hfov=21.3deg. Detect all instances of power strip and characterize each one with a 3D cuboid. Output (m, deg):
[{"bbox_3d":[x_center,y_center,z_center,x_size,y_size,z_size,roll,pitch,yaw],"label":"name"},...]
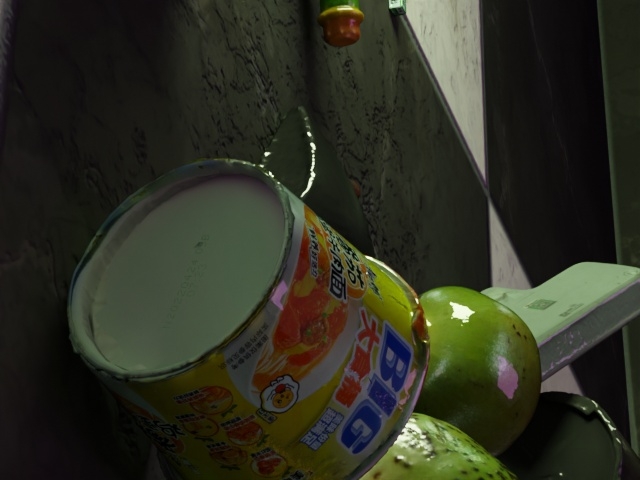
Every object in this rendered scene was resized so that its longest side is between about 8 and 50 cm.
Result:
[{"bbox_3d":[0.256,0.100,2.073,0.265,0.193,0.059,-29,112,-33],"label":"power strip"}]

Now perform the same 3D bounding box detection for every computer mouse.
[{"bbox_3d":[0.005,-0.001,1.441,0.295,0.087,0.168,-76,149,-58],"label":"computer mouse"}]

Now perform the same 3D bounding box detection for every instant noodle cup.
[{"bbox_3d":[-0.053,0.051,1.060,0.153,0.205,0.205,51,33,-43],"label":"instant noodle cup"}]

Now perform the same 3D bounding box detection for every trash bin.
[{"bbox_3d":[0.310,0.329,2.088,0.203,0.252,0.301,-57,145,-12],"label":"trash bin"}]

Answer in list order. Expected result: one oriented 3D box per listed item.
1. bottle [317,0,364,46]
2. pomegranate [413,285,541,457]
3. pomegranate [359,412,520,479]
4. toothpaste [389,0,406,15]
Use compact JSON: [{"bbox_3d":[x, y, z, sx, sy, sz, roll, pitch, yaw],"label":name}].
[{"bbox_3d":[0.015,-0.279,1.647,0.069,0.069,0.187,32,53,-69],"label":"bottle"},{"bbox_3d":[0.113,0.131,1.627,0.210,0.179,0.179,5,76,-53],"label":"pomegranate"},{"bbox_3d":[0.033,0.249,1.305,0.204,0.276,0.222,-61,-140,46],"label":"pomegranate"},{"bbox_3d":[0.090,-0.305,2.003,0.020,0.017,0.083,52,34,-61],"label":"toothpaste"}]
